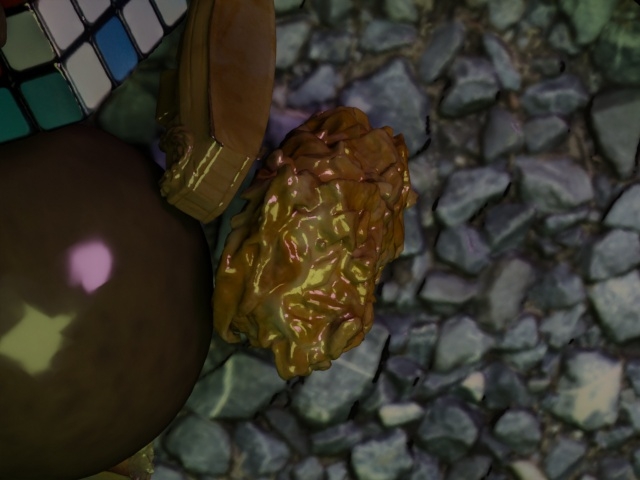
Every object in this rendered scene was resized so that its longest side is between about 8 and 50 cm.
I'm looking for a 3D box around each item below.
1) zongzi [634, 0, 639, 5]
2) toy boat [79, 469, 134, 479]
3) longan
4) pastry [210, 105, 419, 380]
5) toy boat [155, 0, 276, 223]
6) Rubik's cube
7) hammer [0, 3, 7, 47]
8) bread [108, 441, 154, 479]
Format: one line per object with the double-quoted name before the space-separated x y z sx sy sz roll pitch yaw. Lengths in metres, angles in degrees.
"zongzi" 0.281 -0.121 1.328 0.286 0.138 0.300 6 109 -11
"toy boat" -0.163 0.194 1.343 0.172 0.065 0.066 9 128 -13
"longan" -0.175 0.048 1.240 0.248 0.248 0.248 -4 109 -10
"pastry" 0.000 0.000 1.268 0.102 0.250 0.154 11 106 7
"toy boat" -0.067 -0.099 1.235 0.064 0.206 0.072 30 133 -27
"Rubik's cube" -0.197 -0.153 1.179 0.151 0.154 0.155 -14 115 29
"hammer" -0.340 -0.115 1.144 0.365 0.043 0.111 0 120 26
"bread" -0.197 0.223 1.398 0.182 0.039 0.251 -6 110 -9
